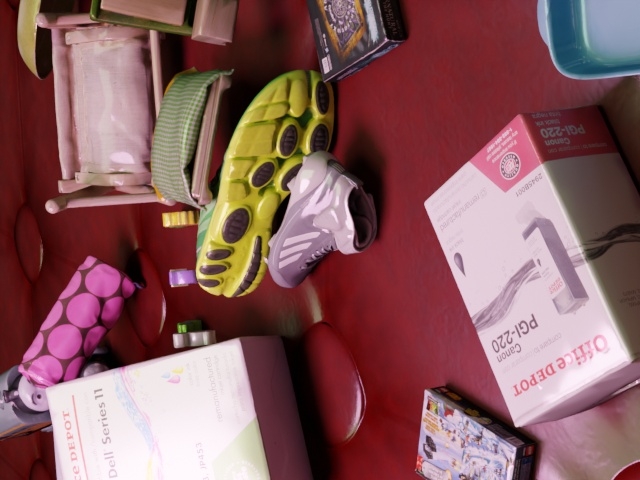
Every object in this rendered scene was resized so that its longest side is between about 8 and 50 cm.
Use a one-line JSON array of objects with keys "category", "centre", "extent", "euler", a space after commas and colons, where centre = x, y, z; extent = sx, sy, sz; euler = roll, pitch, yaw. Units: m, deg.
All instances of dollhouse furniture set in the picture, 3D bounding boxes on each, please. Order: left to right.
[{"category": "dollhouse furniture set", "centre": [-0.193, -0.196, 1.368], "extent": [0.197, 0.151, 0.301], "euler": [-166, 85, -74]}]

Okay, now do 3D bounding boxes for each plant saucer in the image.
[{"category": "plant saucer", "centre": [-0.399, -0.357, 1.741], "extent": [0.241, 0.037, 0.241], "euler": [-166, 90, -87]}]

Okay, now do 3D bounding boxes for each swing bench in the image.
[{"category": "swing bench", "centre": [-0.286, -0.180, 1.596], "extent": [0.254, 0.165, 0.253], "euler": [-132, 39, -77]}]

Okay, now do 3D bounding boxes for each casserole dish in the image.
[{"category": "casserole dish", "centre": [0.242, -0.183, 0.902], "extent": [0.188, 0.037, 0.114], "euler": [2, 99, 58]}]

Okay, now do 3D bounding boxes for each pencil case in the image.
[{"category": "pencil case", "centre": [-0.352, 0.130, 1.744], "extent": [0.095, 0.209, 0.098], "euler": [23, 158, 23]}]

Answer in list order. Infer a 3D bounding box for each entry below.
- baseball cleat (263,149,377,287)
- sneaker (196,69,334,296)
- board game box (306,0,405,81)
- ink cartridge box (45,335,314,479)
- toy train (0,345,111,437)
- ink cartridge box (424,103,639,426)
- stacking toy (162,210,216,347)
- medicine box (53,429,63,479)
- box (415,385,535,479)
[{"category": "baseball cleat", "centre": [0.000, 0.000, 1.288], "extent": [0.109, 0.072, 0.206], "euler": [39, 144, 22]}, {"category": "sneaker", "centre": [-0.080, -0.075, 1.351], "extent": [0.295, 0.109, 0.123], "euler": [-62, 29, 28]}, {"category": "board game box", "centre": [0.025, -0.272, 1.229], "extent": [0.126, 0.026, 0.186], "euler": [-22, 78, 57]}, {"category": "ink cartridge box", "centre": [-0.203, 0.253, 1.454], "extent": [0.354, 0.119, 0.207], "euler": [-16, 81, 23]}, {"category": "toy train", "centre": [-0.460, 0.258, 1.949], "extent": [0.334, 0.190, 0.142], "euler": [-25, 76, 57]}, {"category": "ink cartridge box", "centre": [0.193, 0.023, 0.972], "extent": [0.158, 0.092, 0.217], "euler": [-46, 60, 51]}, {"category": "stacking toy", "centre": [-0.168, 0.046, 1.535], "extent": [0.221, 0.052, 0.167], "euler": [178, 87, -85]}, {"category": "medicine box", "centre": [-0.263, 0.374, 1.707], "extent": [0.263, 0.149, 0.289], "euler": [10, 104, 56]}, {"category": "box", "centre": [0.146, 0.210, 1.144], "extent": [0.137, 0.027, 0.094], "euler": [29, 119, 52]}]
